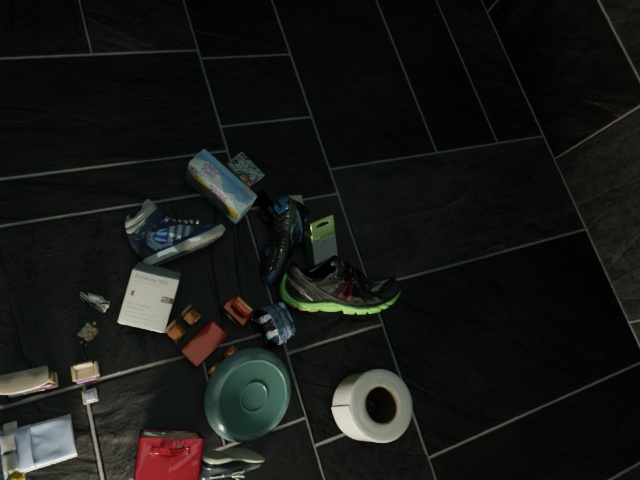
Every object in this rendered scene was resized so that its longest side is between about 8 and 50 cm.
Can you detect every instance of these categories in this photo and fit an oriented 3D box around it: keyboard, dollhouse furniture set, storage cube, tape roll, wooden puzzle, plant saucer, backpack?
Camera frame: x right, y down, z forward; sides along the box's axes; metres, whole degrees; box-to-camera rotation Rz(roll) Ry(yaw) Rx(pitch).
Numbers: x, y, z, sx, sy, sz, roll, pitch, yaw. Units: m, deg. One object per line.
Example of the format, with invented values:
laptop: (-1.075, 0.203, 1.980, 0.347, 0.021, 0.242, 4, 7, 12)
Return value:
keyboard: (-0.211, -0.107, 1.999, 0.192, 0.038, 0.100, 52, 41, 4)
dollhouse furniture set: (-0.783, 0.527, 1.462, 0.287, 0.198, 0.303, -9, 75, -23)
storage cube: (-0.465, 0.683, 1.518, 0.184, 0.215, 0.192, 9, 75, -18)
tape roll: (0.185, 0.594, 1.808, 0.247, 0.169, 0.245, 7, 69, -19)
wooden puzzle: (-0.765, 0.304, 1.656, 0.049, 0.006, 0.083, 37, 63, -4)
dollhouse furniture set: (-0.359, 0.314, 1.728, 0.262, 0.135, 0.259, 44, 63, -1)
plant saucer: (-0.231, 0.523, 1.693, 0.318, 0.044, 0.317, 2, 87, -32)
backpack: (-0.158, 0.294, 1.788, 0.117, 0.173, 0.158, -22, 79, -25)

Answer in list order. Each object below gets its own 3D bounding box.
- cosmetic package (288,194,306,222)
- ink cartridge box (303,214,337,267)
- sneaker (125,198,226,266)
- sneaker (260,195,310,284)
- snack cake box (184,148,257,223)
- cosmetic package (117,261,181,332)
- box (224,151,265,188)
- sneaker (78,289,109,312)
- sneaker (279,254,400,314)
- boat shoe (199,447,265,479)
cosmetic package: (-0.098, -0.123, 2.034, 0.061, 0.041, 0.114, -4, 73, -20)
ink cartridge box: (0.000, 0.000, 1.946, 0.109, 0.062, 0.209, -22, 123, -26)
sneaker: (-0.529, -0.064, 1.804, 0.323, 0.130, 0.236, -25, 86, -20)
sneaker: (-0.125, 0.009, 1.915, 0.140, 0.125, 0.340, 20, 84, -42)
snack cake box: (-0.377, -0.199, 1.897, 0.264, 0.152, 0.089, 41, 63, -2)
cosmetic package: (-0.559, 0.184, 1.660, 0.152, 0.151, 0.183, 15, 93, -14)
box: (-0.304, -0.279, 2.023, 0.137, 0.027, 0.094, 46, 61, 1)
sneaker: (-0.757, 0.198, 1.684, 0.109, 0.040, 0.043, 37, 47, -8)
sneaker: (0.091, 0.161, 1.896, 0.484, 0.185, 0.202, 2, 103, -20)
boat shoe: (-0.280, 0.716, 1.600, 0.255, 0.095, 0.078, 26, 78, -53)
